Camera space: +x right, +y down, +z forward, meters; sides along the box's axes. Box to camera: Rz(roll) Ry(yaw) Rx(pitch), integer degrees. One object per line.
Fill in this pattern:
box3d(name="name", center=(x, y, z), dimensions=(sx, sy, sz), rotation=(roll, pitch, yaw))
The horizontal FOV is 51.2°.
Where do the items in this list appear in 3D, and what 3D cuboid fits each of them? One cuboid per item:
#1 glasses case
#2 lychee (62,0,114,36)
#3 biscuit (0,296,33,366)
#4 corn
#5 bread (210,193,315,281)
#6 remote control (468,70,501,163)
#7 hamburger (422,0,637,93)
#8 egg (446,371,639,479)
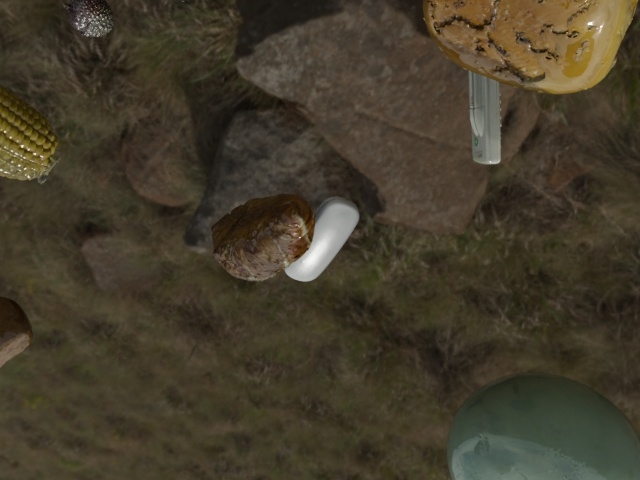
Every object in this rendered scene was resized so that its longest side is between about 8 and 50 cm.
box3d(name="glasses case", center=(0.000, 0.000, 1.489), dimensions=(0.092, 0.059, 0.233), rotation=(20, 122, -23))
box3d(name="lychee", center=(-0.376, -0.370, 1.087), dimensions=(0.083, 0.068, 0.067), rotation=(21, 157, -32))
box3d(name="biscuit", center=(-0.451, 0.151, 0.696), dimensions=(0.278, 0.301, 0.043), rotation=(1, 149, 8))
box3d(name="corn", center=(-0.609, -0.230, 1.113), dimensions=(0.144, 0.143, 0.387), rotation=(-4, 149, 37))
box3d(name="bread", center=(-0.064, 0.000, 0.762), dimensions=(0.076, 0.105, 0.233), rotation=(45, 159, -17))
box3d(name="remote control", center=(0.327, -0.269, 1.343), dimensions=(0.049, 0.230, 0.090), rotation=(-7, -169, -9))
box3d(name="hamburger", center=(0.299, -0.362, 0.976), dimensions=(0.305, 0.174, 0.284), rotation=(23, 153, 20))
box3d(name="egg", center=(0.357, 0.351, 1.048), dimensions=(0.276, 0.276, 0.389), rotation=(-12, 145, 43))
